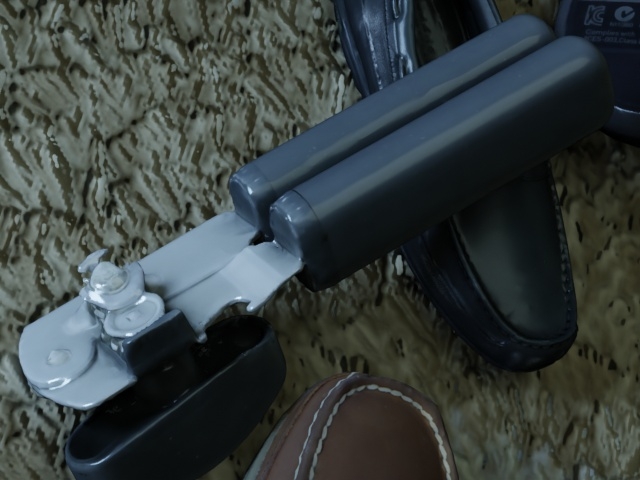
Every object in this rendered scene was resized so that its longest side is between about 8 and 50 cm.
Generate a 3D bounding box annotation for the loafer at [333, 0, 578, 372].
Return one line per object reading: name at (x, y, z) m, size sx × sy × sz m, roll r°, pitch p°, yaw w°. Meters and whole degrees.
loafer at (0.067, -0.048, 0.913) m, size 0.076 × 0.078 × 0.223 m, roll -9°, pitch 71°, yaw -31°

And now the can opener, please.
can opener at (0.000, 0.000, 0.827) m, size 0.280 × 0.074 × 0.093 m, roll -34°, pitch 125°, yaw -14°

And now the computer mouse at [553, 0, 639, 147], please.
computer mouse at (0.205, -0.143, 1.014) m, size 0.188 × 0.072 × 0.272 m, roll 10°, pitch 58°, yaw 23°

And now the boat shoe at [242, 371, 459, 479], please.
boat shoe at (0.023, 0.196, 0.746) m, size 0.123 × 0.116 × 0.324 m, roll 14°, pitch 60°, yaw -22°
